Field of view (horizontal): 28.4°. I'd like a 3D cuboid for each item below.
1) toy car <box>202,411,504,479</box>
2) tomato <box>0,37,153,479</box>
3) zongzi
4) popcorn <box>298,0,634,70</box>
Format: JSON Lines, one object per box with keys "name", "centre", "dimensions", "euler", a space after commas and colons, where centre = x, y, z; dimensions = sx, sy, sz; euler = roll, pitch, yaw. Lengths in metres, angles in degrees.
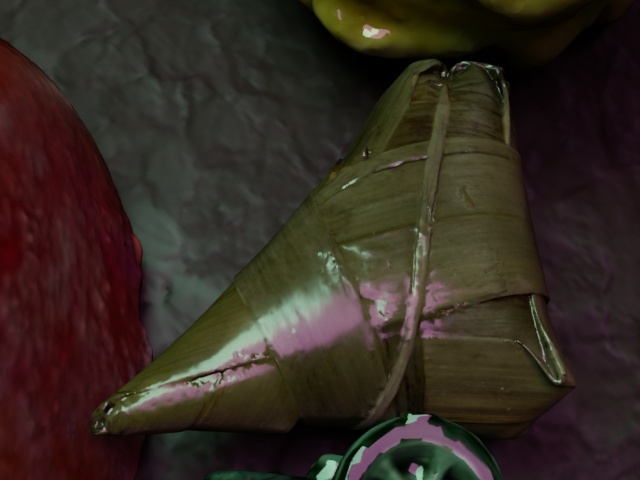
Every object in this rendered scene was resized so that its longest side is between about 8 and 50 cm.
{"name": "toy car", "centre": [0.105, 0.138, 0.421], "dimensions": [0.306, 0.136, 0.125], "euler": [11, 75, -2]}
{"name": "tomato", "centre": [-0.191, 0.011, 0.426], "dimensions": [0.309, 0.170, 0.309], "euler": [2, 69, -5]}
{"name": "zongzi", "centre": [0.000, 0.000, 0.490], "dimensions": [0.176, 0.078, 0.160], "euler": [1, 59, -11]}
{"name": "popcorn", "centre": [0.072, -0.174, 0.522], "dimensions": [0.200, 0.226, 0.203], "euler": [54, 40, -3]}
